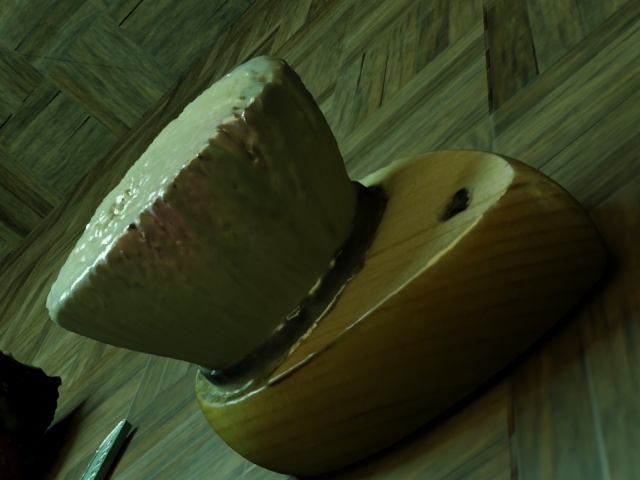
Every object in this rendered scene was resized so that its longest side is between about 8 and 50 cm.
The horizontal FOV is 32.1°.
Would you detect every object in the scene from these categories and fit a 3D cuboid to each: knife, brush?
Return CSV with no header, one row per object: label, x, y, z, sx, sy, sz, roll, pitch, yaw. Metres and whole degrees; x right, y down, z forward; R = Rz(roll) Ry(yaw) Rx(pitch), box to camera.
knife,-0.189,0.216,0.809,0.028,0.015,0.210,-42,16,44
brush,0.000,0.000,0.556,0.266,0.166,0.174,-27,27,46

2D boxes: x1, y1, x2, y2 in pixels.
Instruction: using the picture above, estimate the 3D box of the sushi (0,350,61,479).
sushi,-0.410,0.215,1.056,0.343,0.196,0.182,-39,12,29
